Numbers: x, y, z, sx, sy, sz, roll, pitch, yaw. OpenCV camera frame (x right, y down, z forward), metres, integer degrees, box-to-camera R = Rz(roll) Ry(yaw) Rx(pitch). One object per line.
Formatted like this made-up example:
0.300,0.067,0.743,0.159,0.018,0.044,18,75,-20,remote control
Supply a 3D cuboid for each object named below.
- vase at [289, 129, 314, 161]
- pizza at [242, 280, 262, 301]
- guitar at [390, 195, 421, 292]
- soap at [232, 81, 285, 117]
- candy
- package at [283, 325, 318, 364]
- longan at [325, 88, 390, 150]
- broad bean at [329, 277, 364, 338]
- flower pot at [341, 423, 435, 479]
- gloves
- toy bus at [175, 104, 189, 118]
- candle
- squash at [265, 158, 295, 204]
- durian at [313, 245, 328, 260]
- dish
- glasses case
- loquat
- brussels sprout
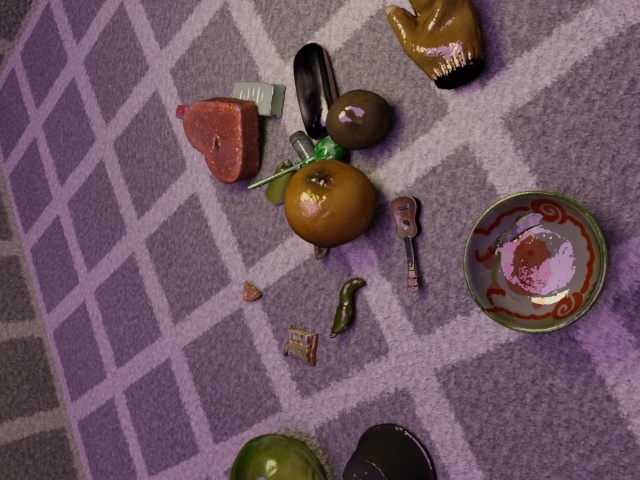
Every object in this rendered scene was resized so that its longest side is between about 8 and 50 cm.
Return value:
-0.026,-0.250,1.724,0.060,0.060,0.211,-41,72,32,vase
-0.244,0.176,1.931,0.083,0.025,0.078,-19,84,31,pizza
0.251,0.011,1.520,0.084,0.038,0.270,-11,82,39,guitar
-0.215,-0.483,1.864,0.199,0.063,0.114,13,100,38,soap
-0.074,-0.221,1.657,0.324,0.097,0.097,-24,74,5,candy
-0.064,0.343,1.789,0.121,0.031,0.107,12,99,33,package
0.107,-0.343,1.551,0.187,0.168,0.167,-12,84,38,longan
0.077,0.206,1.660,0.070,0.048,0.213,31,107,35,broad bean
0.167,0.667,1.530,0.269,0.166,0.268,2,93,41,flower pot
0.293,-0.561,1.397,0.203,0.155,0.356,-26,91,43,gloves
-0.469,-0.476,2.059,0.192,0.077,0.064,17,99,36,toy bus
-0.323,-0.361,1.860,0.287,0.131,0.316,-37,85,39,candle
-0.117,-0.207,1.790,0.200,0.075,0.090,124,142,-50,squash
-0.010,0.000,1.714,0.052,0.066,0.130,-7,78,38,durian
0.507,0.052,1.270,0.324,0.124,0.323,-6,81,40,dish
-0.015,-0.463,1.692,0.122,0.075,0.314,-21,74,40,glasses case
0.026,-0.109,1.564,0.263,0.263,0.262,1,92,39,loquat
-0.127,0.771,1.720,0.344,0.268,0.343,18,123,29,brussels sprout
